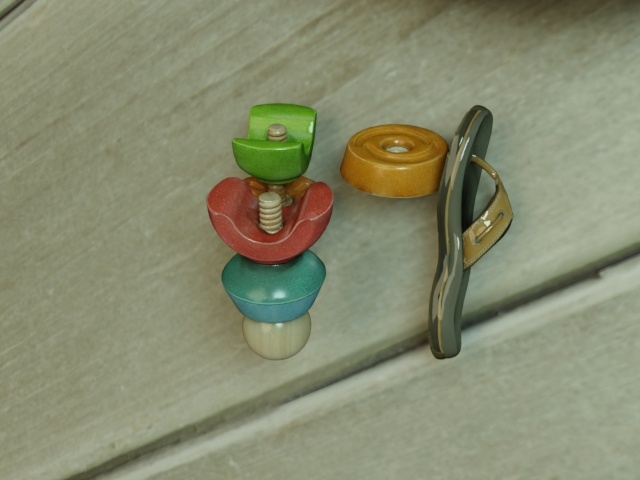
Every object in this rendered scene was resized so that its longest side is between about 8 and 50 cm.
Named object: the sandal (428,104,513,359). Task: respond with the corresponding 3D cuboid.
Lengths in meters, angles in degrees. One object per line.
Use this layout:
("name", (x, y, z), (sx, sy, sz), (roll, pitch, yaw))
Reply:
("sandal", (0.132, -0.003, 0.866), (0.060, 0.090, 0.219), (8, 92, 17))

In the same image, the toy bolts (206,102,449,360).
("toy bolts", (0.000, 0.000, 0.903), (0.218, 0.228, 0.158), (7, 122, 12))
